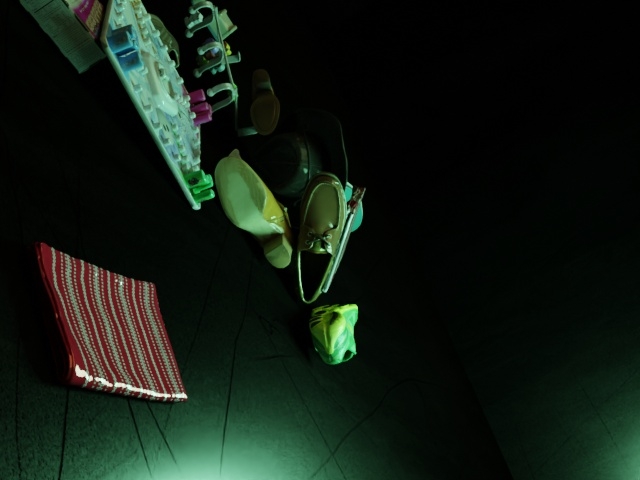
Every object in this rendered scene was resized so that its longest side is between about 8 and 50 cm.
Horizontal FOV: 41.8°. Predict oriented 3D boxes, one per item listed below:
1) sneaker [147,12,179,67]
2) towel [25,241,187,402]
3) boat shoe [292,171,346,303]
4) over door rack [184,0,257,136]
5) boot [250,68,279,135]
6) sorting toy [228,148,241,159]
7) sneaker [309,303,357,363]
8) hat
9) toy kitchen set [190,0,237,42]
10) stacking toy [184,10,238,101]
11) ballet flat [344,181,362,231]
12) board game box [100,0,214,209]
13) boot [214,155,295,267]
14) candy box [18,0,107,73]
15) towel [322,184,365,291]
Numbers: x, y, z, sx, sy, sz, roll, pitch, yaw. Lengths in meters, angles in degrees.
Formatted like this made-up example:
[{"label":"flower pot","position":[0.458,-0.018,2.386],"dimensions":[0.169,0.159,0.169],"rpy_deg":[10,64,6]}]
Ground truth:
[{"label":"sneaker","position":[-0.364,-0.446,1.875],"dimensions":[0.071,0.066,0.188],"rpy_deg":[66,15,15]},{"label":"towel","position":[-0.279,0.117,1.130],"dimensions":[0.275,0.031,0.199],"rpy_deg":[34,31,-63]},{"label":"boat shoe","position":[0.000,0.000,1.920],"dimensions":[0.104,0.110,0.307],"rpy_deg":[-90,-174,-66]},{"label":"over door rack","position":[-0.254,-0.410,2.085],"dimensions":[0.324,0.108,0.240],"rpy_deg":[61,15,-77]},{"label":"boot","position":[-0.137,-0.318,2.135],"dimensions":[0.152,0.072,0.197],"rpy_deg":[88,-2,-62]},{"label":"sorting toy","position":[-0.191,-0.163,1.996],"dimensions":[0.083,0.044,0.075],"rpy_deg":[65,7,17]},{"label":"sneaker","position":[0.028,0.217,1.946],"dimensions":[0.295,0.109,0.124],"rpy_deg":[-30,114,-78]},{"label":"hat","position":[-0.083,-0.178,2.038],"dimensions":[0.133,0.331,0.331],"rpy_deg":[1,56,-39]},{"label":"toy kitchen set","position":[-0.316,-0.710,2.558],"dimensions":[0.166,0.122,0.207],"rpy_deg":[56,34,-20]},{"label":"stacking toy","position":[-0.290,-0.508,2.302],"dimensions":[0.167,0.052,0.221],"rpy_deg":[42,24,-53]},{"label":"ballet flat","position":[0.008,-0.161,2.567],"dimensions":[0.400,0.139,0.139],"rpy_deg":[41,24,-52]},{"label":"board game box","position":[-0.311,-0.318,1.685],"dimensions":[0.390,0.050,0.390],"rpy_deg":[-101,169,-52]},{"label":"boot","position":[-0.149,-0.087,1.902],"dimensions":[0.295,0.104,0.211],"rpy_deg":[61,7,-23]},{"label":"candy box","position":[-0.462,-0.428,1.471],"dimensions":[0.233,0.071,0.159],"rpy_deg":[54,14,-30]},{"label":"towel","position":[0.058,-0.012,2.295],"dimensions":[0.037,0.237,0.329],"rpy_deg":[18,16,3]}]
